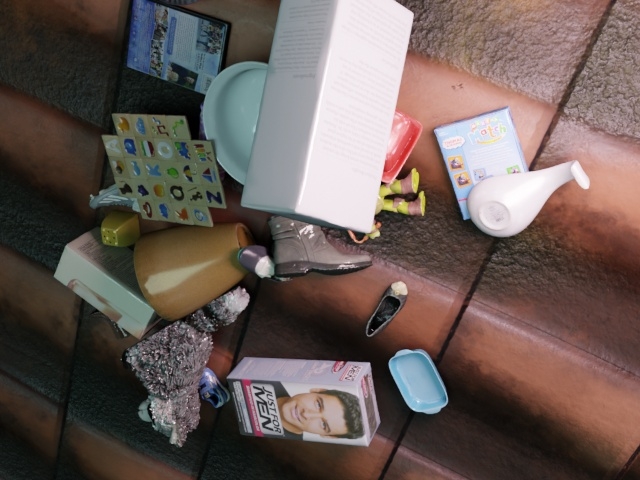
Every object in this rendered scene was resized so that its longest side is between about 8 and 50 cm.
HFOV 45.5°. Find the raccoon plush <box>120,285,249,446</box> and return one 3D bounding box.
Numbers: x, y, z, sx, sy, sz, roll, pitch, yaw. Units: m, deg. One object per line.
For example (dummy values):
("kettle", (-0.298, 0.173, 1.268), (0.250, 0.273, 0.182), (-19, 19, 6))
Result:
("raccoon plush", (-0.329, 0.353, 2.023), (0.446, 0.216, 0.299), (-30, 90, 31))

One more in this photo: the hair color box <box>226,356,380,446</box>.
("hair color box", (-0.045, 0.422, 2.019), (0.375, 0.113, 0.185), (-2, 112, 23))

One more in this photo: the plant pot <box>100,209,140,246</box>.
("plant pot", (-0.543, -0.025, 2.042), (0.082, 0.083, 0.081), (9, 117, 20))

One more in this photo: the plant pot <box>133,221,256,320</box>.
("plant pot", (-0.292, 0.054, 1.905), (0.254, 0.237, 0.237), (-19, 105, 16))

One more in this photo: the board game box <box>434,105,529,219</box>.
("board game box", (0.351, -0.162, 1.619), (0.160, 0.039, 0.211), (-13, 109, 27))

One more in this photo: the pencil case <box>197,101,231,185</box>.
("pencil case", (-0.261, -0.231, 1.822), (0.086, 0.088, 0.206), (24, 120, 22))

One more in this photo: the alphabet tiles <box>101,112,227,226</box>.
("alphabet tiles", (-0.379, -0.169, 1.837), (0.343, 0.011, 0.285), (7, 123, 30))

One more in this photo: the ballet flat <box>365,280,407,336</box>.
("ballet flat", (0.163, 0.170, 1.848), (0.057, 0.049, 0.173), (31, 122, 7))

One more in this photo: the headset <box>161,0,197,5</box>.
("headset", (-0.346, -0.710, 1.634), (0.243, 0.185, 0.394), (-10, 124, 31))

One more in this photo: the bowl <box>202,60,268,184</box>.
("bowl", (-0.104, -0.266, 1.703), (0.298, 0.134, 0.297), (13, 121, 23))

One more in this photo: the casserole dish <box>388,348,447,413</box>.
("casserole dish", (0.247, 0.345, 1.902), (0.114, 0.037, 0.188), (-20, 103, 30))

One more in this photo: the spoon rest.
("spoon rest", (0.424, -0.092, 1.566), (0.276, 0.084, 0.137), (-26, 102, 43))

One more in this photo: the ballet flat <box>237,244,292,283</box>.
("ballet flat", (-0.123, 0.063, 1.846), (0.074, 0.203, 0.074), (-8, 71, 23))

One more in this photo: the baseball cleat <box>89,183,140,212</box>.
("baseball cleat", (-0.519, -0.107, 2.001), (0.206, 0.072, 0.109), (-26, 101, 31))

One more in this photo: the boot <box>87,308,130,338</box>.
("boot", (-0.616, 0.248, 2.232), (0.106, 0.037, 0.114), (-18, 110, 31))

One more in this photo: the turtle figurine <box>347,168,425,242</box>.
("turtle figurine", (0.115, -0.106, 1.710), (0.217, 0.087, 0.269), (-5, 118, 24))

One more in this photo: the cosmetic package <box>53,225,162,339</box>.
("cosmetic package", (-0.549, 0.113, 2.070), (0.296, 0.153, 0.129), (36, 121, 6))

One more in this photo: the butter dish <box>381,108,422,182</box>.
("butter dish", (0.121, -0.231, 1.609), (0.160, 0.118, 0.160), (29, 79, 8))

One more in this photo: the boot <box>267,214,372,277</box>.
("boot", (0.000, 0.000, 1.808), (0.247, 0.083, 0.161), (-2, 78, -10))

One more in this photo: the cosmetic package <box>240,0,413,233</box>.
("cosmetic package", (0.017, -0.259, 1.481), (0.161, 0.230, 0.453), (9, 87, 42))

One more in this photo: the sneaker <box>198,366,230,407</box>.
("sneaker", (-0.319, 0.413, 2.164), (0.144, 0.059, 0.053), (46, 125, -1))

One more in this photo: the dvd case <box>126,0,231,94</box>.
("dvd case", (-0.336, -0.458, 1.788), (0.253, 0.022, 0.180), (22, 119, 13))
